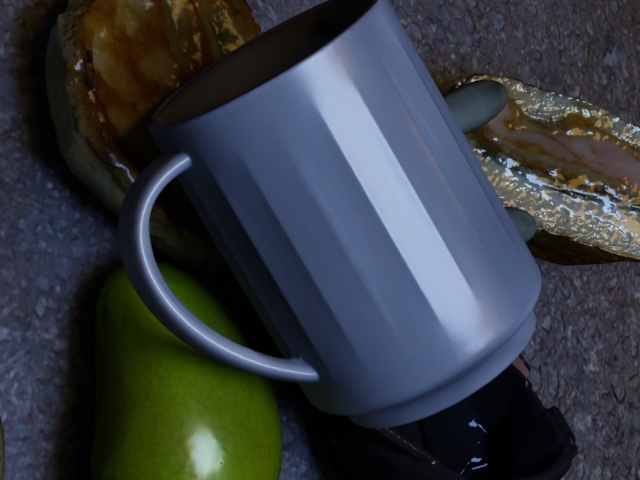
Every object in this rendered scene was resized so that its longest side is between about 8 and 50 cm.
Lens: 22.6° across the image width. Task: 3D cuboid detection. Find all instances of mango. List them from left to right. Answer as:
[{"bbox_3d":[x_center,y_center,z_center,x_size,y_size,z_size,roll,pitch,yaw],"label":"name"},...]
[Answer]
[{"bbox_3d":[-0.117,0.155,1.425,0.185,0.149,0.273,21,58,-44],"label":"mango"}]

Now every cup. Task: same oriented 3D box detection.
[{"bbox_3d":[0.000,0.000,1.373,0.323,0.237,0.327,-37,108,-24],"label":"cup"}]

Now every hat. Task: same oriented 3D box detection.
[{"bbox_3d":[0.064,0.203,1.623,0.336,0.209,0.238,20,35,-16],"label":"hat"}]

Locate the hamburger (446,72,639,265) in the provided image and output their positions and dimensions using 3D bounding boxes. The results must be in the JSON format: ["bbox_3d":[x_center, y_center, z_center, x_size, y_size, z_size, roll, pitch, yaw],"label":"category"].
[{"bbox_3d":[0.274,-0.060,1.834,0.330,0.209,0.162,17,78,-5],"label":"hamburger"}]

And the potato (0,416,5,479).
[{"bbox_3d":[-0.299,0.181,1.289,0.092,0.070,0.138,17,72,-42],"label":"potato"}]

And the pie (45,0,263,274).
[{"bbox_3d":[-0.131,-0.122,1.492,0.315,0.092,0.315,20,62,-44],"label":"pie"}]

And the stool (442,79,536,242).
[{"bbox_3d":[0.087,-0.053,1.641,0.199,0.195,0.195,-15,94,-50],"label":"stool"}]

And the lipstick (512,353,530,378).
[{"bbox_3d":[0.188,0.187,1.808,0.045,0.045,0.145,54,49,-28],"label":"lipstick"}]
